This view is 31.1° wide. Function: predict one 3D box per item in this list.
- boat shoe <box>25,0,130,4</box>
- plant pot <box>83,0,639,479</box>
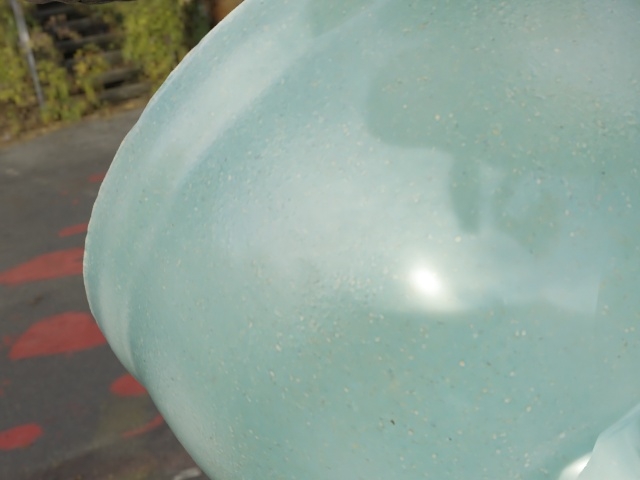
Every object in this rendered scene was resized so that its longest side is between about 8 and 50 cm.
[{"bbox_3d":[-0.157,-0.238,0.496,0.097,0.324,0.116,-22,-13,-43],"label":"boat shoe"},{"bbox_3d":[0.084,0.039,0.446,0.293,0.293,0.196,-17,56,-26],"label":"plant pot"}]
